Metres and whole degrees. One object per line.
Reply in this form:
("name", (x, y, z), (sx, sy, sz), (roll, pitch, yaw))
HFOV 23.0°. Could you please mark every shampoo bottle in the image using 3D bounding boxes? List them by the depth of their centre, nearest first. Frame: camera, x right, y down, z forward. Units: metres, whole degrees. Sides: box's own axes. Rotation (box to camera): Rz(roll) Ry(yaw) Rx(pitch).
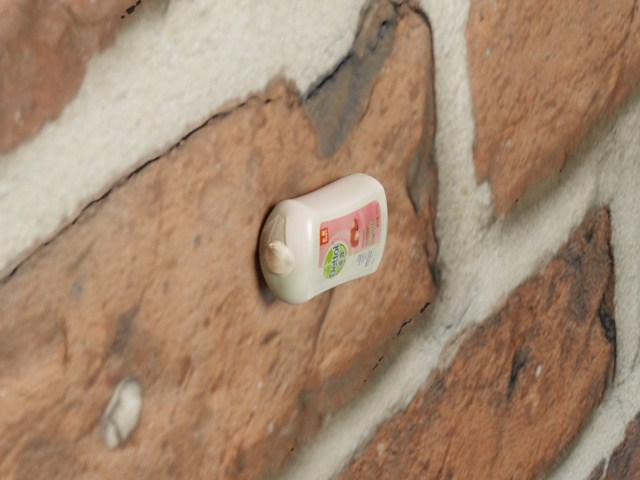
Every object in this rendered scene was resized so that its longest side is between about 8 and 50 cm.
("shampoo bottle", (0.000, 0.000, 1.023), (0.099, 0.043, 0.072), (-22, 123, -50))
